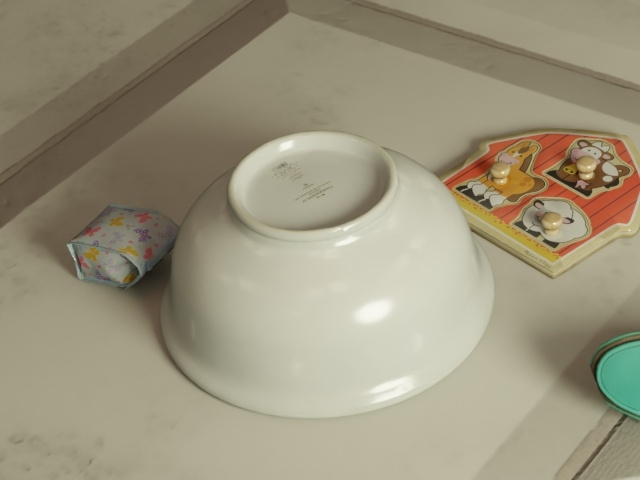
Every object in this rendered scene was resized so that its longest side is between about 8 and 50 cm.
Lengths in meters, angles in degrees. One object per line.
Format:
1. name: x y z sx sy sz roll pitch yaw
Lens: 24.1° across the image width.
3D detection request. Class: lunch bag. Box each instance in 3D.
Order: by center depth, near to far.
1. lunch bag: -0.173 0.007 1.353 0.083 0.053 0.071 6 38 31

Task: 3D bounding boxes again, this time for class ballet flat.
1. ballet flat: 0.333 0.101 1.156 0.247 0.083 0.087 2 16 10

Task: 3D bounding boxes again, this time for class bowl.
1. bowl: 0.000 0.000 1.273 0.298 0.134 0.298 -4 40 3

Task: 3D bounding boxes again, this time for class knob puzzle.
1. knob puzzle: 0.219 -0.058 1.390 0.213 0.030 0.213 -4 39 4
